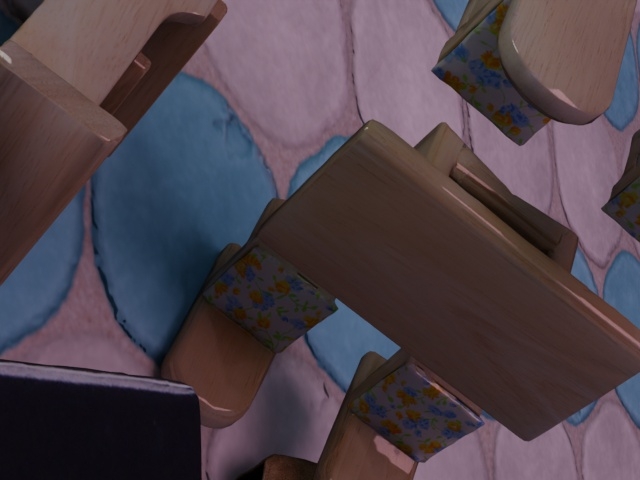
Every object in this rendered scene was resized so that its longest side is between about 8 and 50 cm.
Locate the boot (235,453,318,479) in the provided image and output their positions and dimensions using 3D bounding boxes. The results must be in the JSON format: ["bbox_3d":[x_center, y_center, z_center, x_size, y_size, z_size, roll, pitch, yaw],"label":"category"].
[{"bbox_3d":[-0.032,0.283,0.911,0.115,0.112,0.305,31,49,-27],"label":"boot"}]

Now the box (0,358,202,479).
[{"bbox_3d":[-0.202,0.218,0.409,0.179,0.313,0.343,17,67,-57],"label":"box"}]

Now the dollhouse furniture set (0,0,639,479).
[{"bbox_3d":[0.000,0.000,0.799,0.394,0.362,0.256,38,42,-11],"label":"dollhouse furniture set"}]
